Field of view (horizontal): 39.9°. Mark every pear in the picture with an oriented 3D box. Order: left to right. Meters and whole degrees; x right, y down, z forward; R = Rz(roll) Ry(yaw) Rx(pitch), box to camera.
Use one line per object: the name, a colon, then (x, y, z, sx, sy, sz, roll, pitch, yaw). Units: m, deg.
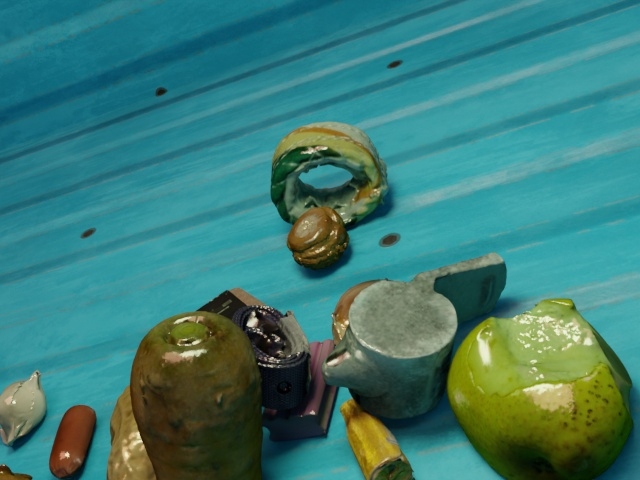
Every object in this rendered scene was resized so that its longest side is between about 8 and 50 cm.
pear: (0.342, 0.248, 1.368, 0.286, 0.176, 0.282, -21, 33, 10)

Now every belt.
belt: (-0.097, 0.223, 1.649, 0.139, 0.126, 0.230, -5, 25, -20)

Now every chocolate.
chocolate: (0.082, 0.342, 1.508, 0.085, 0.086, 0.219, -29, 29, -6)

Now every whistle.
whistle: (0.176, 0.150, 1.592, 0.188, 0.168, 0.405, 24, 45, 23)

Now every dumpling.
dumpling: (-0.688, 0.383, 2.000, 0.127, 0.108, 0.188, -31, 39, 39)

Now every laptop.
laptop: (-0.262, 0.200, 2.020, 0.207, 0.026, 0.154, -35, 31, -15)

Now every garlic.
garlic: (0.144, 0.139, 1.754, 0.266, 0.128, 0.149, -17, 64, -5)

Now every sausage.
sausage: (-0.517, 0.418, 1.839, 0.077, 0.077, 0.194, -19, 29, 11)

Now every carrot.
carrot: (-0.202, 0.301, 1.502, 0.224, 0.341, 0.224, -5, 24, 2)

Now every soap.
soap: (-0.032, 0.285, 1.687, 0.122, 0.065, 0.203, -12, 33, 23)

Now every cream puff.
cream puff: (0.000, 0.000, 2.053, 0.150, 0.115, 0.165, -5, 45, 42)

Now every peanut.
peanut: (-0.340, 0.390, 1.689, 0.153, 0.140, 0.325, -33, 31, 22)

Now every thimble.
thimble: (0.021, -0.153, 2.143, 0.288, 0.254, 0.167, -2, 37, 3)

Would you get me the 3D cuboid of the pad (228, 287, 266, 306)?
pad: (-0.259, 0.208, 2.036, 0.266, 0.002, 0.176, -37, 33, -19)

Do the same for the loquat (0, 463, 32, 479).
loquat: (-0.620, 0.535, 1.622, 0.238, 0.193, 0.238, -34, 35, 29)
